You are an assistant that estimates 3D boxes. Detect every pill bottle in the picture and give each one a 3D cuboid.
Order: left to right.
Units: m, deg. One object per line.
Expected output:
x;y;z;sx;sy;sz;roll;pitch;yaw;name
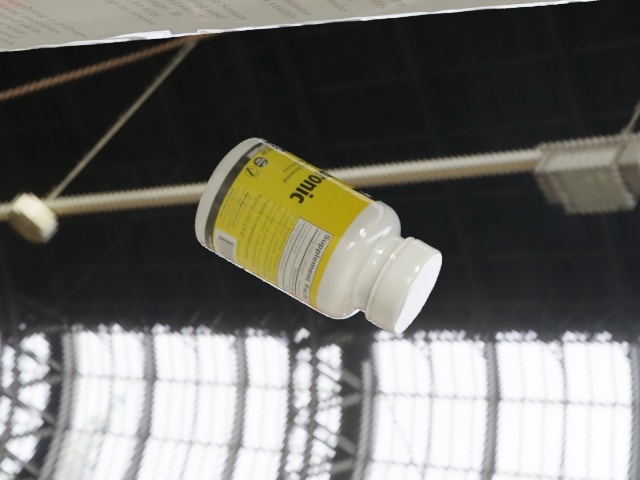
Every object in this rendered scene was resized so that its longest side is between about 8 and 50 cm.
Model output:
0.000;0.000;0.720;0.116;0.065;0.065;29;-34;17;pill bottle

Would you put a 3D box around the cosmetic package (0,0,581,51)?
-0.067;-0.216;0.725;0.453;0.161;0.230;0;-10;26;cosmetic package
